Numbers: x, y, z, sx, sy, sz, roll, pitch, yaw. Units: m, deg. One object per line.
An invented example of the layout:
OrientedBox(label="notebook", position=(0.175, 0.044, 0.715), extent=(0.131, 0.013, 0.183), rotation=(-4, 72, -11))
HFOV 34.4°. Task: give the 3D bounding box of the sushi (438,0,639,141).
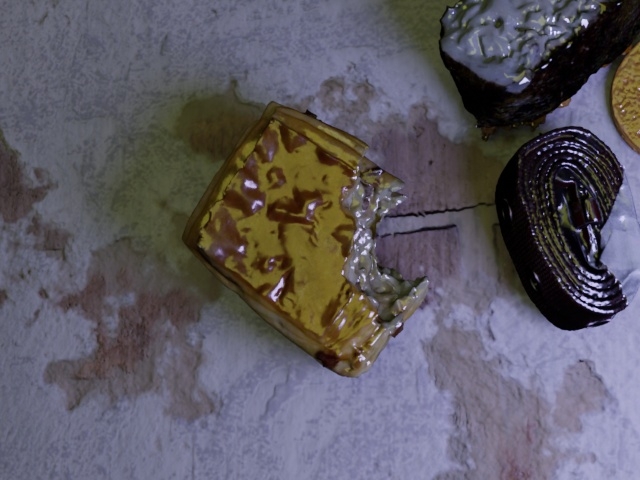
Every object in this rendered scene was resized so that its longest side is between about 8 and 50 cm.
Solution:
OrientedBox(label="sushi", position=(0.334, -0.335, 1.561), extent=(0.348, 0.207, 0.234), rotation=(-37, 61, 3))

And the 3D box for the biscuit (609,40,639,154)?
OrientedBox(label="biscuit", position=(0.514, -0.218, 1.573), extent=(0.142, 0.029, 0.220), rotation=(-5, 81, 15))

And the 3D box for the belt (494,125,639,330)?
OrientedBox(label="belt", position=(0.366, -0.012, 1.524), extent=(0.184, 0.164, 0.289), rotation=(-11, 75, -11))

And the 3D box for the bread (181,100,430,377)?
OrientedBox(label="bread", position=(0.000, 0.000, 1.617), extent=(0.370, 0.191, 0.314), rotation=(34, 87, 7))
